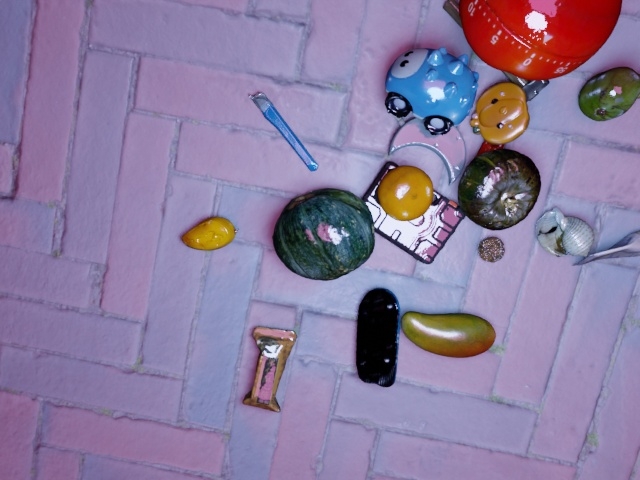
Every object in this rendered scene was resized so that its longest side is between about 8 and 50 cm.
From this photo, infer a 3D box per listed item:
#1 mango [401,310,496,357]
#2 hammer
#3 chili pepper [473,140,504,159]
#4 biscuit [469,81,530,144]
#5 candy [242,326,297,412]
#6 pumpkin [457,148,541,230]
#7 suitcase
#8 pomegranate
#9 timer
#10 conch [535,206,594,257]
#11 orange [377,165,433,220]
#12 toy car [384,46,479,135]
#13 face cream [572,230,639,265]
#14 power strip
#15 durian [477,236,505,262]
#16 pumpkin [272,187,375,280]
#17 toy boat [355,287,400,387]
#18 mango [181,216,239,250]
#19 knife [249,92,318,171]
[{"bbox_3d":[0.384,0.283,1.404,0.288,0.146,0.129,5,57,4],"label":"mango"},{"bbox_3d":[0.478,-0.536,1.309,0.365,0.043,0.111,49,136,2],"label":"hammer"},{"bbox_3d":[0.491,-0.257,1.356,0.059,0.050,0.191,32,92,15],"label":"chili pepper"},{"bbox_3d":[0.495,-0.353,1.301,0.170,0.050,0.171,1,92,38],"label":"biscuit"},{"bbox_3d":[-0.168,0.406,1.481,0.143,0.101,0.272,12,94,-4],"label":"candy"},{"bbox_3d":[0.502,-0.140,1.295,0.237,0.159,0.238,-10,124,-15],"label":"pumpkin"},{"bbox_3d":[0.265,-0.081,1.391,0.285,0.066,0.206,34,99,-2],"label":"suitcase"},{"bbox_3d":[0.817,-0.404,1.274,0.190,0.152,0.131,-12,92,-15],"label":"pomegranate"},{"bbox_3d":[0.544,-0.593,1.152,0.377,0.279,0.379,7,65,-15],"label":"timer"},{"bbox_3d":[0.712,-0.012,1.354,0.135,0.102,0.153,-40,52,14],"label":"conch"},{"bbox_3d":[0.235,-0.131,1.290,0.156,0.124,0.156,-4,107,-12],"label":"orange"},{"bbox_3d":[0.306,-0.423,1.248,0.255,0.190,0.189,28,64,2],"label":"toy car"},{"bbox_3d":[0.863,0.032,1.354,0.223,0.114,0.070,-18,71,-2],"label":"face cream"},{"bbox_3d":[0.315,-0.284,1.363,0.253,0.054,0.168,28,97,-1],"label":"power strip"},{"bbox_3d":[0.507,0.026,1.385,0.091,0.080,0.080,13,100,-19],"label":"durian"},{"bbox_3d":[0.000,0.000,1.327,0.292,0.197,0.264,-17,105,24],"label":"pumpkin"},{"bbox_3d":[0.192,0.295,1.449,0.134,0.092,0.299,6,93,33],"label":"toy boat"},{"bbox_3d":[-0.342,-0.018,1.443,0.187,0.066,0.101,-16,105,11],"label":"mango"},{"bbox_3d":[-0.107,-0.327,1.399,0.044,0.026,0.297,-37,98,11],"label":"knife"}]
